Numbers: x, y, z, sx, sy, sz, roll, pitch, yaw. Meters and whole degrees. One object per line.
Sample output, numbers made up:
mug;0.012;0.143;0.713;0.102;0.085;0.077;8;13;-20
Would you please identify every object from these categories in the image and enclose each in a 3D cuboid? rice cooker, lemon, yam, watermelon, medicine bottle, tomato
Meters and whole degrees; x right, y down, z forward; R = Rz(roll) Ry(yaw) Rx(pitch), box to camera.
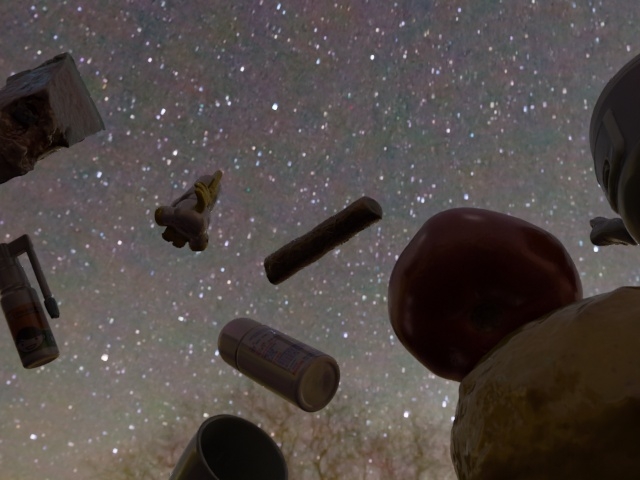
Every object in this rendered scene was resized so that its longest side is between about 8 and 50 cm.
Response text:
rice cooker;0.597;-0.149;0.975;0.334;0.325;0.336;5;-56;7
lemon;0.270;0.179;0.538;0.316;0.286;0.285;0;-36;47
yam;0.000;0.000;1.474;0.356;0.081;0.081;-32;-56;32
watermelon;-0.514;-0.195;1.052;0.264;0.302;0.151;-24;-71;-4
medicine bottle;-0.114;0.271;1.443;0.340;0.130;0.130;16;-27;46
tomato;0.256;0.078;1.007;0.298;0.226;0.299;4;-72;14
medicine bottle;-0.499;0.101;1.071;0.092;0.221;0.061;-28;-13;5

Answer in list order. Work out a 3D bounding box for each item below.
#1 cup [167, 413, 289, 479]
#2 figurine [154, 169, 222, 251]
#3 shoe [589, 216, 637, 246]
cup;-0.162;0.483;1.143;0.257;0.186;0.234;30;-70;-10
figurine;-0.222;-0.062;1.131;0.109;0.178;0.130;33;-72;-10
shoe;0.698;-0.010;1.524;0.078;0.195;0.079;-42;-83;8
